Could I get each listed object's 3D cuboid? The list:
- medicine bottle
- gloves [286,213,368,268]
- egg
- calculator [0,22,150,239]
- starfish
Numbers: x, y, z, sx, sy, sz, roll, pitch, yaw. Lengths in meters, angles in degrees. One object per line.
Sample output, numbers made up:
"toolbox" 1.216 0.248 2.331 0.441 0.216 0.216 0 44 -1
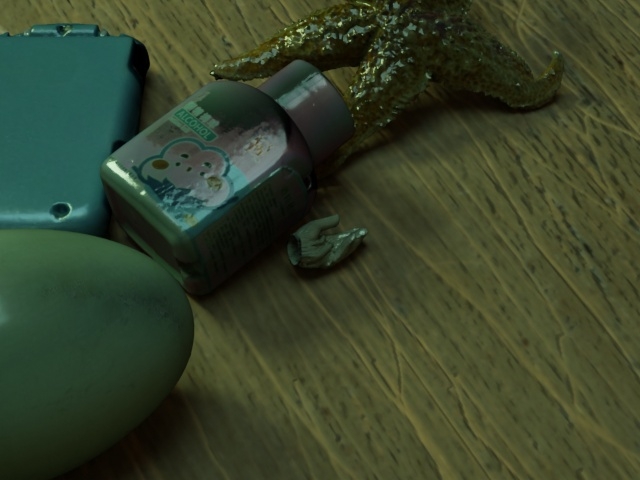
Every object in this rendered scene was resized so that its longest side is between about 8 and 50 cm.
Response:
"medicine bottle" -0.067 -0.059 1.452 0.188 0.094 0.119 -38 58 -17
"gloves" 0.000 0.001 1.446 0.081 0.037 0.044 -10 70 -19
"egg" -0.216 0.081 1.284 0.264 0.183 0.183 -13 45 -18
"calculator" -0.239 -0.087 1.547 0.173 0.051 0.293 2 46 5
"starfish" 0.048 -0.188 1.559 0.302 0.060 0.299 -41 82 -16
